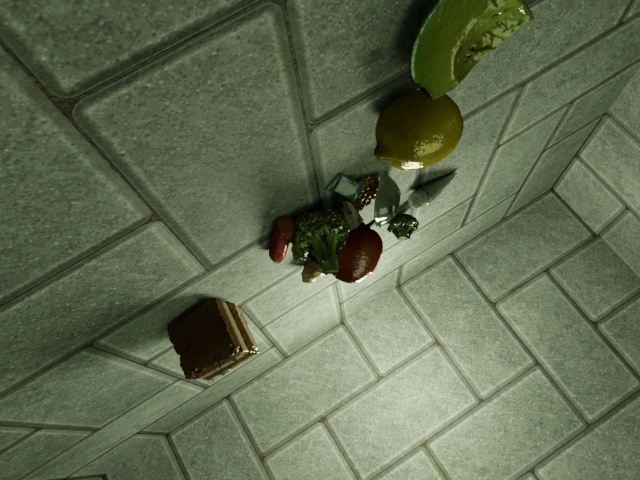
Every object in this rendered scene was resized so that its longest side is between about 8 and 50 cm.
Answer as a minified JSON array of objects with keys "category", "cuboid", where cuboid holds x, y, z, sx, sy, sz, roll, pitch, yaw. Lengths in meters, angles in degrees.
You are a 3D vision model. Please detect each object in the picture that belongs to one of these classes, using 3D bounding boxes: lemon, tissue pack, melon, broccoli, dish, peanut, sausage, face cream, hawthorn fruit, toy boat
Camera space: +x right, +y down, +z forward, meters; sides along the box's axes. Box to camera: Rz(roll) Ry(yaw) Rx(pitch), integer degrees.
[{"category":"lemon","cuboid":[0.309,-0.351,1.637,0.320,0.245,0.245,-30,159,-4]},{"category":"tissue pack","cuboid":[0.095,-0.199,1.898,0.138,0.028,0.085,19,119,-36]},{"category":"melon","cuboid":[0.381,-0.556,1.363,0.344,0.226,0.331,-31,175,28]},{"category":"broccoli","cuboid":[0.413,-0.071,2.558,0.162,0.137,0.145,1,156,12]},{"category":"dish","cuboid":[0.279,-0.158,2.051,0.229,0.081,0.229,9,90,-72]},{"category":"peanut","cuboid":[-0.013,0.133,2.401,0.214,0.099,0.099,-24,157,-36]},{"category":"sausage","cuboid":[-0.156,0.012,1.961,0.074,0.074,0.274,-23,157,-27]},{"category":"face cream","cuboid":[0.539,-0.240,2.453,0.314,0.089,0.143,-31,162,-40]},{"category":"broccoli","cuboid":[-0.005,-0.017,1.916,0.243,0.273,0.180,-16,133,-4]},{"category":"hawthorn fruit","cuboid":[0.149,0.019,2.175,0.330,0.287,0.287,-52,156,10]},{"category":"toy boat","cuboid":[0.114,-0.105,1.988,0.084,0.066,0.210,-34,151,-2]}]

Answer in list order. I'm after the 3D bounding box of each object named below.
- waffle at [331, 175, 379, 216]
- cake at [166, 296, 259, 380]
[{"category":"waffle","cuboid":[0.145,-0.171,2.046,0.232,0.051,0.229,-38,158,8]},{"category":"cake","cuboid":[-0.446,0.417,2.147,0.256,0.282,0.290,-29,163,5]}]
